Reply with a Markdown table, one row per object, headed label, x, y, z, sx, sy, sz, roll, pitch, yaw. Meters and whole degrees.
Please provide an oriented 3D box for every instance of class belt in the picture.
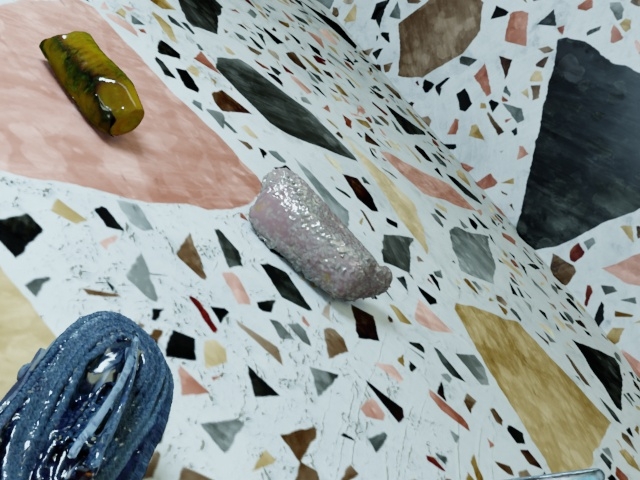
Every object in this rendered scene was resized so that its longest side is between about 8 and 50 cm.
| label | x | y | z | sx | sy | sz | roll | pitch | yaw |
| --- | --- | --- | --- | --- | --- | --- | --- | --- | --- |
| belt | -0.183 | 0.142 | 0.558 | 0.122 | 0.128 | 0.218 | 39 | 25 | -13 |

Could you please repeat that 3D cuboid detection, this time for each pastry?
| label | x | y | z | sx | sy | sz | roll | pitch | yaw |
| --- | --- | --- | --- | --- | --- | --- | --- | --- | --- |
| pastry | -0.001 | 0.008 | 1.126 | 0.265 | 0.103 | 0.112 | 39 | 31 | -7 |

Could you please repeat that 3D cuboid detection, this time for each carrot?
| label | x | y | z | sx | sy | sz | roll | pitch | yaw |
| --- | --- | --- | --- | --- | --- | --- | --- | --- | --- |
| carrot | -0.313 | -0.222 | 1.023 | 0.173 | 0.082 | 0.082 | 52 | 24 | 11 |

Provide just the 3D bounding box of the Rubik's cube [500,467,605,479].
| label | x | y | z | sx | sy | sz | roll | pitch | yaw |
| --- | --- | --- | --- | --- | --- | --- | --- | --- | --- |
| Rubik's cube | 0.133 | 0.336 | 0.743 | 0.233 | 0.229 | 0.228 | -35 | 33 | -31 |
